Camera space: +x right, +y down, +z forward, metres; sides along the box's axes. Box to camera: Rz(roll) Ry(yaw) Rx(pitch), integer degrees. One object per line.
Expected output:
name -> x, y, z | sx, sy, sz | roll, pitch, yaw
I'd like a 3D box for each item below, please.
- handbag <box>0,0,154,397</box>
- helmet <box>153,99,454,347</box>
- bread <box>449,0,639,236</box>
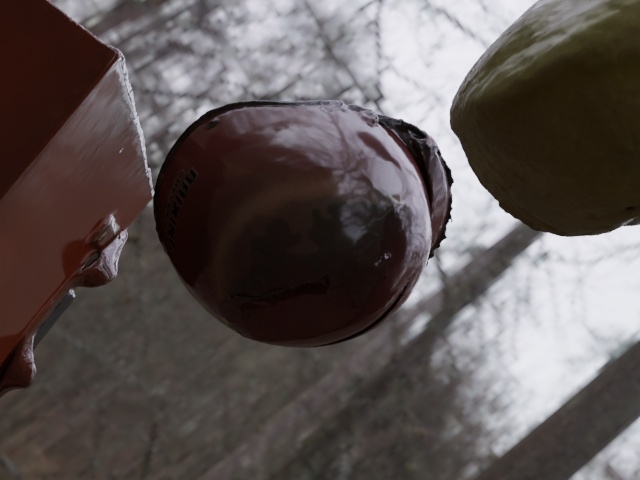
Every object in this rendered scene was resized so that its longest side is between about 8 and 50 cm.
handbag -> -0.108, 0.004, 0.463 | 0.063, 0.127, 0.190 | 37, -9, 4
helmet -> 0.002, 0.001, 0.402 | 0.049, 0.084, 0.065 | -117, -145, -59
bread -> 0.277, -0.129, 1.386 | 0.237, 0.320, 0.320 | 48, -25, -2
